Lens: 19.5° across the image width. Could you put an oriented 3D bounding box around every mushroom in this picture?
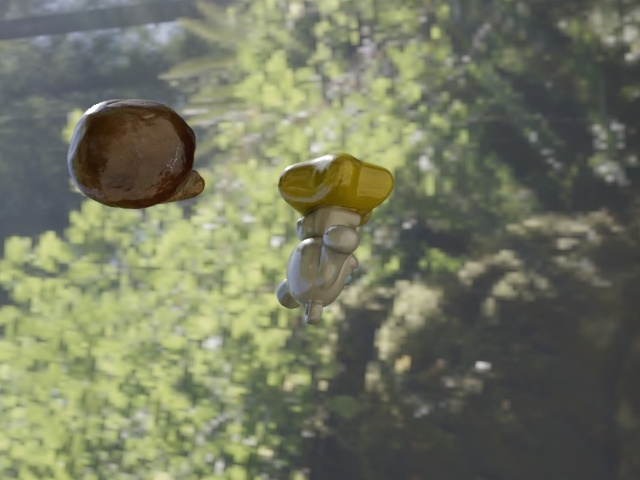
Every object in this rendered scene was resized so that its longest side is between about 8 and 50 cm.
[{"bbox_3d":[-0.119,-0.060,1.293,0.129,0.088,0.073,7,-67,-60],"label":"mushroom"}]

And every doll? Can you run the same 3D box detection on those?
[{"bbox_3d":[0.002,-0.002,1.212,0.071,0.135,0.113,16,-88,-10],"label":"doll"}]
